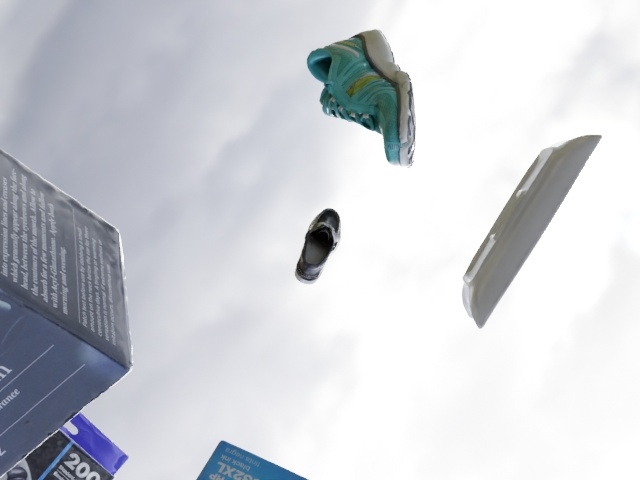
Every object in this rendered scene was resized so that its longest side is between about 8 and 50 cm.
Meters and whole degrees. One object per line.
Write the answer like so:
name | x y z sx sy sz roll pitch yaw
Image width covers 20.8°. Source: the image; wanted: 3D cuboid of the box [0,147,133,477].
box | -0.413 0.041 1.566 0.293 0.395 0.212 -40 -145 21

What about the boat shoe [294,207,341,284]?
boat shoe | 0.000 0.000 2.208 0.038 0.046 0.125 111 5 -50

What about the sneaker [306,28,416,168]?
sneaker | 0.056 -0.173 2.217 0.110 0.107 0.275 -11 -145 -11

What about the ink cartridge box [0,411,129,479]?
ink cartridge box | -0.371 0.276 2.233 0.208 0.206 0.045 -51 -174 -37

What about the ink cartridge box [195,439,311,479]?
ink cartridge box | -0.127 0.400 1.806 0.307 0.129 0.223 -57 166 -39

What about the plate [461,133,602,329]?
plate | 0.253 -0.022 2.215 0.277 0.045 0.278 -59 179 2
